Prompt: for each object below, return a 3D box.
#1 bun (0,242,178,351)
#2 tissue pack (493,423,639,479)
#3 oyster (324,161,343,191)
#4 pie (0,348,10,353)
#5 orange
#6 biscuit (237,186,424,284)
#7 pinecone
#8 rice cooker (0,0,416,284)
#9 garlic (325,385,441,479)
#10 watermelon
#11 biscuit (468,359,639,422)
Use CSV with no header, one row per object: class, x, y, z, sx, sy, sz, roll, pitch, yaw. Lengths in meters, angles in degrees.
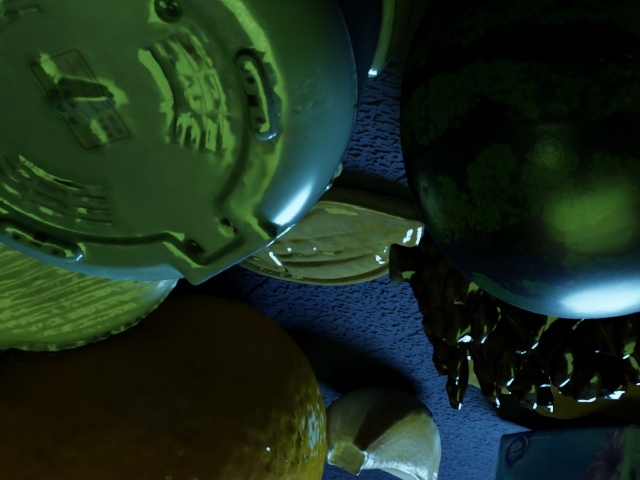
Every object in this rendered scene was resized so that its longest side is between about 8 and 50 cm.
bun,-0.243,-0.035,0.956,0.287,0.146,0.287,-7,132,-8
tissue pack,0.349,0.298,1.291,0.198,0.146,0.263,16,164,-18
oyster,-0.119,-0.060,0.821,0.271,0.275,0.100,34,144,-17
pie,-0.435,0.117,1.354,0.182,0.049,0.182,4,144,3
orange,-0.195,0.236,1.145,0.424,0.326,0.424,-19,-178,1
biscuit,0.000,0.000,1.076,0.221,0.029,0.142,-6,145,22
pinecone,0.190,0.034,0.909,0.273,0.224,0.224,8,148,-5
rice cooker,-0.092,-0.148,0.640,0.288,0.277,0.288,8,131,9
garlic,0.085,0.237,1.355,0.115,0.128,0.207,-50,131,4
watermelon,0.173,-0.081,0.687,0.269,0.269,0.269,7,148,4
biscuit,0.309,0.144,1.192,0.340,0.047,0.216,10,152,-5
